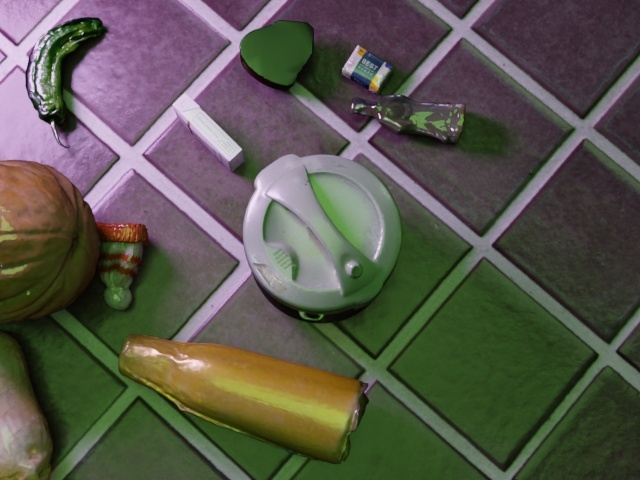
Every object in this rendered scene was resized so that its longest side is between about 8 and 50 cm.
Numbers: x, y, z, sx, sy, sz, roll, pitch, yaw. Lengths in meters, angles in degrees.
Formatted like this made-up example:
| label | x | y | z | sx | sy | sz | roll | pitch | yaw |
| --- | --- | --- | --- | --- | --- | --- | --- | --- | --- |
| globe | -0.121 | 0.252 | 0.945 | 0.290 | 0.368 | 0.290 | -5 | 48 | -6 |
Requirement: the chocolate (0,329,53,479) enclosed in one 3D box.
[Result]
| label | x | y | z | sx | sy | sz | roll | pitch | yaw |
| --- | --- | --- | --- | --- | --- | --- | --- | --- | --- |
| chocolate | -0.564 | 0.299 | 1.694 | 0.134 | 0.134 | 0.309 | -24 | 79 | -4 |

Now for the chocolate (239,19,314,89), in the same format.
| label | x | y | z | sx | sy | sz | roll | pitch | yaw |
| --- | --- | --- | --- | --- | --- | --- | --- | --- | --- |
| chocolate | -0.077 | -0.350 | 1.834 | 0.149 | 0.080 | 0.125 | -25 | 93 | -11 |

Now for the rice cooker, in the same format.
| label | x | y | z | sx | sy | sz | roll | pitch | yaw |
| --- | --- | --- | --- | --- | --- | --- | --- | --- | --- |
| rice cooker | 0.001 | -0.001 | 1.672 | 0.289 | 0.277 | 0.288 | 0 | 78 | 0 |

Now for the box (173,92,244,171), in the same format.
| label | x | y | z | sx | sy | sz | roll | pitch | yaw |
| --- | --- | --- | --- | --- | --- | --- | --- | --- | --- |
| box | -0.211 | -0.202 | 1.803 | 0.040 | 0.084 | 0.154 | -44 | 83 | -6 |

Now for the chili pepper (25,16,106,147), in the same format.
| label | x | y | z | sx | sy | sz | roll | pitch | yaw |
| --- | --- | --- | --- | --- | --- | --- | --- | --- | --- |
| chili pepper | -0.501 | -0.308 | 1.830 | 0.122 | 0.065 | 0.278 | 9 | 76 | 5 |

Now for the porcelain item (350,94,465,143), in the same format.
| label | x | y | z | sx | sy | sz | roll | pitch | yaw |
| --- | --- | --- | --- | --- | --- | --- | --- | --- | --- |
| porcelain item | 0.163 | -0.235 | 1.817 | 0.216 | 0.069 | 0.081 | 8 | 84 | 0 |

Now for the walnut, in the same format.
| label | x | y | z | sx | sy | sz | roll | pitch | yaw |
| --- | --- | --- | --- | --- | --- | --- | --- | --- | --- |
| walnut | -0.552 | 0.000 | 1.654 | 0.333 | 0.333 | 0.332 | 0 | 80 | 0 |

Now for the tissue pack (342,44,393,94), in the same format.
| label | x | y | z | sx | sy | sz | roll | pitch | yaw |
| --- | --- | --- | --- | --- | --- | --- | --- | --- | --- |
| tissue pack | 0.091 | -0.328 | 1.847 | 0.083 | 0.042 | 0.062 | 33 | 84 | 6 |

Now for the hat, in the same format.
| label | x | y | z | sx | sy | sz | roll | pitch | yaw |
| --- | --- | --- | --- | --- | --- | --- | --- | --- | --- |
| hat | -0.370 | 0.048 | 1.758 | 0.112 | 0.094 | 0.162 | 4 | 86 | 27 |

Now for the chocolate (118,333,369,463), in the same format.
| label | x | y | z | sx | sy | sz | roll | pitch | yaw |
| --- | --- | --- | --- | --- | --- | --- | --- | --- | --- |
| chocolate | -0.142 | 0.266 | 1.702 | 0.446 | 0.162 | 0.162 | 16 | 80 | 6 |
